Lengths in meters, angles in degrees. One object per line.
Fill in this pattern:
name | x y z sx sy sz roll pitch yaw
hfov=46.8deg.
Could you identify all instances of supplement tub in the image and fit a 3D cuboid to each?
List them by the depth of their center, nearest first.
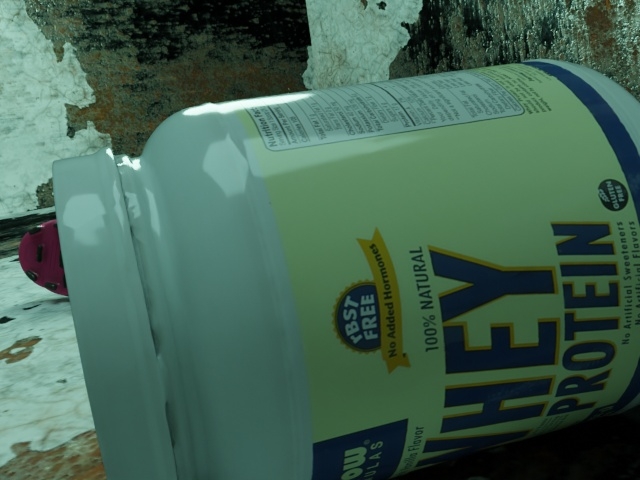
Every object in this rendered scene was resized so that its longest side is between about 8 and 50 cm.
supplement tub | 0.024 0.024 0.453 0.325 0.235 0.235 -11 11 -15

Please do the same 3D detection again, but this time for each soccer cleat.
soccer cleat | -0.272 0.025 1.070 0.331 0.115 0.143 -2 -4 20
